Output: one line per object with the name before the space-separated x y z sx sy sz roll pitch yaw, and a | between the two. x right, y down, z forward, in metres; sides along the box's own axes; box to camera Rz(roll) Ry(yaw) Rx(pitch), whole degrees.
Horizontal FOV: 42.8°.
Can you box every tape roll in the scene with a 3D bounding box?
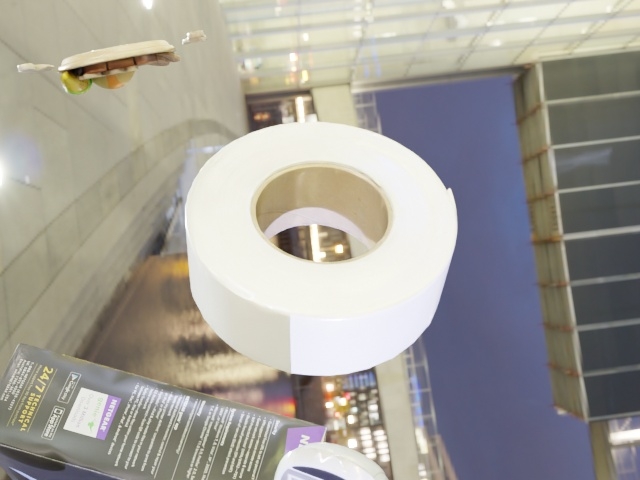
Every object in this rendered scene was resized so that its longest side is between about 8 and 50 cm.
tape roll | 0.000 0.000 0.875 0.100 0.286 0.286 96 -11 -47

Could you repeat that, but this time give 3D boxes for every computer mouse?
computer mouse | 0.012 0.178 0.487 0.042 0.106 0.193 -54 156 -47

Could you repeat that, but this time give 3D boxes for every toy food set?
toy food set | -0.210 -0.181 0.856 0.132 0.192 0.039 -129 -153 -76

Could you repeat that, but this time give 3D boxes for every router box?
router box | -0.127 0.215 0.703 0.309 0.242 0.081 97 9 -58
